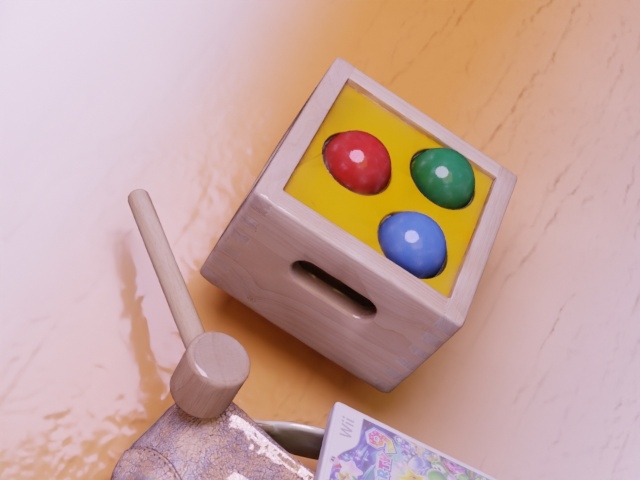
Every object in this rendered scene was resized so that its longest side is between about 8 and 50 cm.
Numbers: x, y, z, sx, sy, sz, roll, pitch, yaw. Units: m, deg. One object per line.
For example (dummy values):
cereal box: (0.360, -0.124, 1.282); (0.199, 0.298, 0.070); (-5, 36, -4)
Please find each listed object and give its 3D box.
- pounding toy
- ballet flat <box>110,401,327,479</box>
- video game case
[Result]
pounding toy: (-0.010, -0.001, 0.606); (0.181, 0.094, 0.206); (33, 47, -6)
ballet flat: (0.043, 0.174, 0.606); (0.316, 0.107, 0.106); (33, 52, -7)
video game case: (0.054, 0.138, 0.581); (0.122, 0.011, 0.087); (27, 32, -6)
